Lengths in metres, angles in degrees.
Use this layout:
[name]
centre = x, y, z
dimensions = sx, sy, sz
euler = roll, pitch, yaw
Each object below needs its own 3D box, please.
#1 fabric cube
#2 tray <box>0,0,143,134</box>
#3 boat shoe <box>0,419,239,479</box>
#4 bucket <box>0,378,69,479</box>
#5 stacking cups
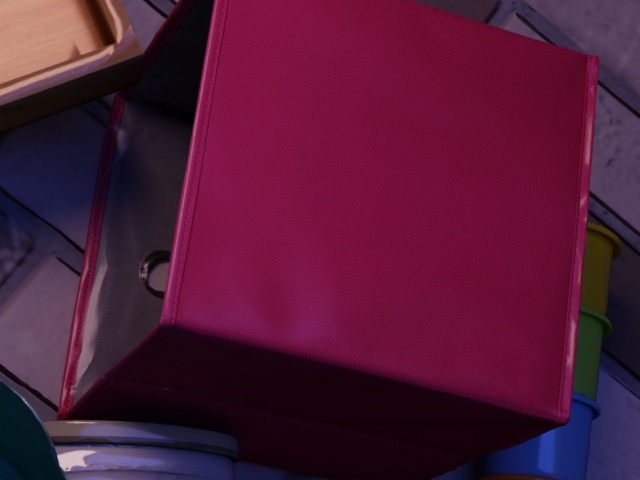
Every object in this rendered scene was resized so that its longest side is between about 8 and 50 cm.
[fabric cube]
centre = 0.000, 0.000, 1.214
dimensions = 0.258, 0.259, 0.254
euler = 14, 67, -18
[tray]
centre = -0.341, -0.127, 1.185
dimensions = 0.411, 0.076, 0.203
euler = -22, 81, -11
[boat shoe]
centre = -0.199, 0.170, 1.169
dimensions = 0.302, 0.113, 0.103
euler = -2, 74, -10
[bucket]
centre = -0.254, 0.188, 1.002
dimensions = 0.281, 0.183, 0.281
euler = 1, 75, -5
[stacking cups]
centre = 0.147, 0.142, 1.312
dimensions = 0.096, 0.096, 0.316
euler = 16, 68, -15
